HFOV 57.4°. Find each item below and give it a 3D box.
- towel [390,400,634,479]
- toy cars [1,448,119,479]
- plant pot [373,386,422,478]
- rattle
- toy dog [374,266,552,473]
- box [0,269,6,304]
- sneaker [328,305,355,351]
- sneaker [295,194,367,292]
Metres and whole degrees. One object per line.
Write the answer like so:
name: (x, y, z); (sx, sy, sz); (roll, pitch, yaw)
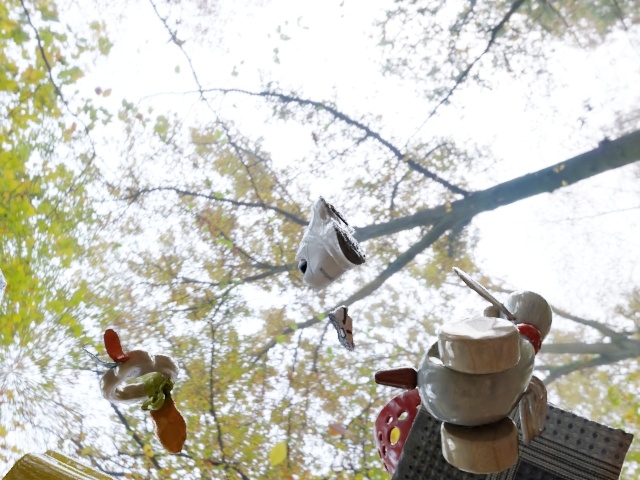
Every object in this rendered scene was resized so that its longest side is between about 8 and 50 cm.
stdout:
towel: (0.261, 0.375, 0.895); (0.056, 0.324, 0.312); (37, -106, -45)
toy cars: (-0.306, 0.289, 0.383); (0.393, 0.176, 0.087); (-35, -40, 2)
plant pot: (0.207, 0.399, 1.092); (0.190, 0.174, 0.191); (-3, -68, -7)
rattle: (-0.283, 0.238, 0.896); (0.130, 0.200, 0.143); (-4, -121, -4)
toy dog: (0.183, 0.143, 0.724); (0.333, 0.160, 0.220); (18, -102, -61)
box: (-0.625, 0.067, 0.772); (0.293, 0.395, 0.212); (9, -115, -15)
sneaker: (0.054, 0.179, 1.184); (0.043, 0.040, 0.109); (-36, -56, -26)
sneaker: (0.000, 0.000, 1.181); (0.129, 0.297, 0.111); (-42, -73, 11)
